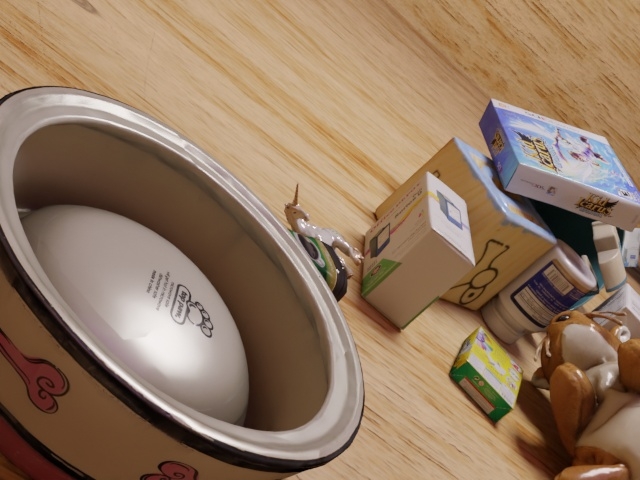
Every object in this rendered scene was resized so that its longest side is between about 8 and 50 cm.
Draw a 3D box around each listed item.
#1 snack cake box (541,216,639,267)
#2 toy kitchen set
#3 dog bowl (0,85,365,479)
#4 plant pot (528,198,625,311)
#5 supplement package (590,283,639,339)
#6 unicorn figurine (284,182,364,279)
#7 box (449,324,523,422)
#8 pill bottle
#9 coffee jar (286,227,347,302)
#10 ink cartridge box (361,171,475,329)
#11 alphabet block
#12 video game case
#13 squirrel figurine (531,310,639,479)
[{"bbox_3d":[0.539,0.000,2.113,0.264,0.089,0.152,8,4,31],"label":"snack cake box"},{"bbox_3d":[0.471,0.066,1.858,0.166,0.207,0.122,-71,143,-58],"label":"toy kitchen set"},{"bbox_3d":[-0.156,0.062,0.860,0.408,0.150,0.408,39,22,-19],"label":"dog bowl"},{"bbox_3d":[0.430,-0.019,1.958,0.290,0.290,0.195,34,-1,-29],"label":"plant pot"},{"bbox_3d":[0.564,0.252,1.771,0.262,0.204,0.145,47,23,1],"label":"supplement package"},{"bbox_3d":[0.000,0.000,1.389,0.111,0.060,0.162,55,7,22],"label":"unicorn figurine"},{"bbox_3d":[0.262,0.201,1.528,0.105,0.043,0.179,47,24,2],"label":"box"},{"bbox_3d":[0.379,0.095,1.728,0.112,0.187,0.112,38,24,-20],"label":"pill bottle"},{"bbox_3d":[-0.051,0.028,1.204,0.184,0.079,0.096,23,29,-44],"label":"coffee jar"},{"bbox_3d":[0.145,0.011,1.489,0.093,0.154,0.212,40,24,-13],"label":"ink cartridge box"},{"bbox_3d":[0.248,-0.024,1.681,0.192,0.197,0.193,23,32,-46],"label":"alphabet block"},{"bbox_3d":[0.421,-0.139,1.736,0.244,0.061,0.269,16,30,-11],"label":"video game case"},{"bbox_3d":[0.483,0.300,1.553,0.397,0.281,0.370,50,7,-31],"label":"squirrel figurine"}]
